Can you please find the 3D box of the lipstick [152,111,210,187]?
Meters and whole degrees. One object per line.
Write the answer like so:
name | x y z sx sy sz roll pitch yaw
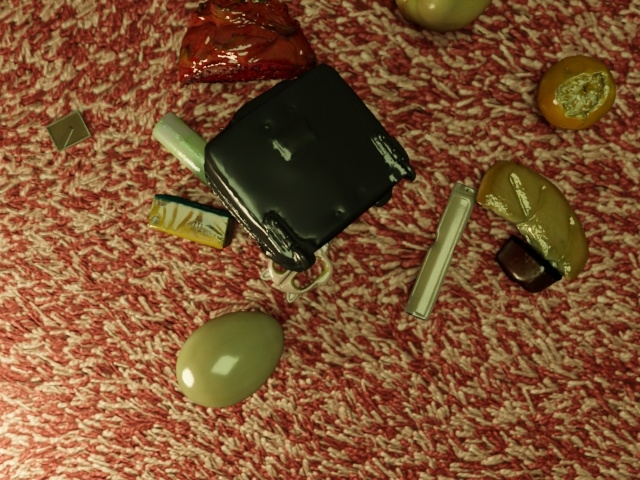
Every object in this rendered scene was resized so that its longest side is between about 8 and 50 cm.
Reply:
lipstick | -0.237 -0.156 1.080 0.304 0.076 0.076 41 96 -3

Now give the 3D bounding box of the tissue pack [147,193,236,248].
tissue pack | -0.278 -0.042 1.070 0.169 0.120 0.082 17 95 -2

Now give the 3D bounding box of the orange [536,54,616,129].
orange | 0.540 -0.312 1.018 0.154 0.134 0.155 0 89 -1

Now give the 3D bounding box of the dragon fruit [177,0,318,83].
dragon fruit | -0.170 -0.448 1.008 0.316 0.152 0.205 -5 95 2

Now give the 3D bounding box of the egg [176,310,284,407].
egg | -0.195 0.256 1.068 0.253 0.188 0.189 -32 95 -6

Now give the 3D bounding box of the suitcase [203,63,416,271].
suitcase | -0.034 -0.150 0.988 0.345 0.188 0.339 -39 92 -13

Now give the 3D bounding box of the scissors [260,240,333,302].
scissors | 0.000 0.000 1.117 0.160 0.024 0.317 42 93 -3

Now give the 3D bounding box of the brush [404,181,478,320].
brush | 0.274 0.025 1.108 0.060 0.050 0.321 22 89 1

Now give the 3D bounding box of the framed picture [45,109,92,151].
framed picture | -0.577 -0.250 1.109 0.089 0.006 0.066 -26 96 4

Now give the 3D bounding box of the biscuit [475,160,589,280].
biscuit | 0.483 -0.059 1.071 0.299 0.045 0.154 41 78 1

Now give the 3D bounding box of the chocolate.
chocolate | 0.462 0.070 1.077 0.148 0.125 0.080 38 112 -7

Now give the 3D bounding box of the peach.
peach | 0.260 -0.535 0.983 0.232 0.232 0.233 0 96 1
